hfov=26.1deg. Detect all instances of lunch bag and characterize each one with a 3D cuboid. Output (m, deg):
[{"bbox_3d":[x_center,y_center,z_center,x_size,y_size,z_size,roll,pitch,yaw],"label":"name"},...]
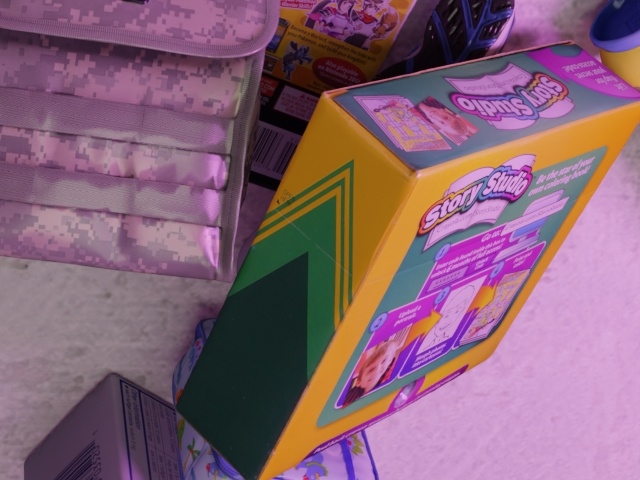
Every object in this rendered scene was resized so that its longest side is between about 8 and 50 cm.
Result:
[{"bbox_3d":[-0.042,0.174,1.282,0.176,0.219,0.090,18,122,-23],"label":"lunch bag"},{"bbox_3d":[-0.160,-0.128,1.047,0.235,0.169,0.287,8,98,-8],"label":"lunch bag"}]

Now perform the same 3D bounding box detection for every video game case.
[{"bbox_3d":[-0.078,-0.179,1.161,0.275,0.035,0.248,18,116,-22],"label":"video game case"}]

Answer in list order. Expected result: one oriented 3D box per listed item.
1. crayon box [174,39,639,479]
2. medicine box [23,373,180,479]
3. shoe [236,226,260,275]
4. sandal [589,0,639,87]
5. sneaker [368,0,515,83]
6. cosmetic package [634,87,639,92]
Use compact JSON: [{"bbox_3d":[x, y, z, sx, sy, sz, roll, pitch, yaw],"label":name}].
[{"bbox_3d":[0.082,0.006,1.142,0.363,0.106,0.313,-19,143,-50],"label":"crayon box"},{"bbox_3d":[-0.125,0.314,1.323,0.289,0.263,0.149,36,108,-29],"label":"medicine box"},{"bbox_3d":[0.000,0.000,1.248,0.081,0.063,0.178,16,148,-27],"label":"shoe"},{"bbox_3d":[0.332,-0.274,1.153,0.138,0.126,0.317,38,105,-26],"label":"sandal"},{"bbox_3d":[0.099,-0.131,1.194,0.211,0.080,0.081,-47,164,11],"label":"sneaker"},{"bbox_3d":[0.384,-0.073,1.293,0.085,0.117,0.231,-34,125,8],"label":"cosmetic package"}]
